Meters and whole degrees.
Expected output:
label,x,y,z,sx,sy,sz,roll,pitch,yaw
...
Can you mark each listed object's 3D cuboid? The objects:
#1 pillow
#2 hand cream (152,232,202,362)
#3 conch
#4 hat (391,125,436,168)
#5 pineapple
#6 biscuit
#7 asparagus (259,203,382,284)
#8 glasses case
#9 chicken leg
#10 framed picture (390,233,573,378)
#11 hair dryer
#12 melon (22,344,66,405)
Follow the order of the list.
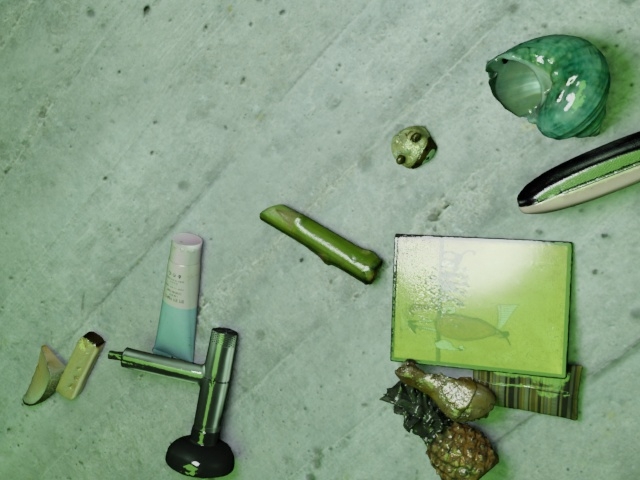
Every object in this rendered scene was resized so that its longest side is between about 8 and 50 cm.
label,x,y,z,sx,sy,sz,roll,pitch,yaw
pillow,0.389,0.275,1.475,0.204,0.038,0.113,5,103,22
hand cream,-0.312,0.138,1.743,0.111,0.070,0.312,19,115,17
conch,0.405,-0.254,1.316,0.202,0.134,0.196,64,156,-6
hat,0.170,-0.176,1.468,0.077,0.059,0.076,-34,81,29
pineapple,0.231,0.371,1.525,0.248,0.128,0.128,47,114,15
biscuit,-0.584,0.306,1.887,0.056,0.052,0.188,33,114,2
asparagus,0.001,0.000,1.576,0.278,0.060,0.067,33,130,14
glasses case,0.483,-0.121,1.311,0.315,0.122,0.075,-23,97,24
chicken leg,0.234,0.287,1.482,0.198,0.069,0.084,23,102,13
framed picture,0.299,0.121,1.474,0.339,0.014,0.255,3,92,22
hair dryer,-0.321,0.347,1.750,0.284,0.156,0.320,4,93,22
melon,-0.702,0.361,1.949,0.098,0.054,0.182,41,117,27
